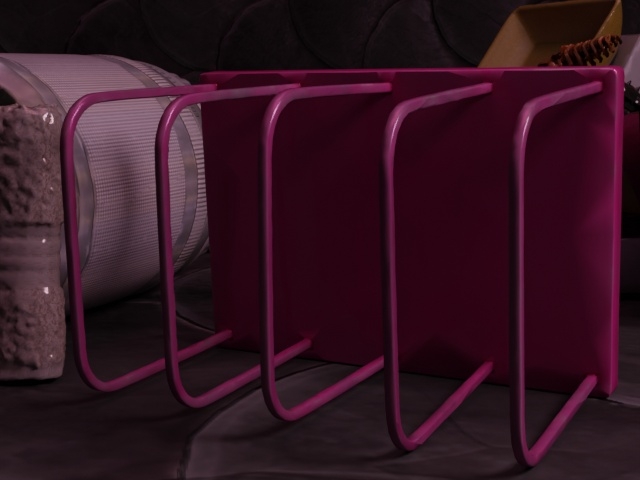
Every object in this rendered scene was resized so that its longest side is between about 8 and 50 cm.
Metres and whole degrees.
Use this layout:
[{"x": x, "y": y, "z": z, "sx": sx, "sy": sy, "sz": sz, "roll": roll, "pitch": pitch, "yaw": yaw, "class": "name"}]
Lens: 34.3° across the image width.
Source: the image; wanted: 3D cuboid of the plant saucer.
[{"x": 0.366, "y": -0.258, "z": 1.808, "sx": 0.081, "sy": 0.332, "sz": 0.333, "roll": 33, "pitch": -4, "yaw": -22, "class": "plant saucer"}]

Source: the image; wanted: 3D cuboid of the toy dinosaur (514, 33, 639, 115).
[{"x": 0.348, "y": -0.181, "z": 1.445, "sx": 0.218, "sy": 0.164, "sz": 0.322, "roll": 37, "pitch": 2, "yaw": 9, "class": "toy dinosaur"}]

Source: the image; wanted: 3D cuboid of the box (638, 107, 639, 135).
[{"x": 0.348, "y": -0.085, "z": 0.871, "sx": 0.143, "sy": 0.165, "sz": 0.270, "roll": 2, "pitch": 46, "yaw": 13, "class": "box"}]

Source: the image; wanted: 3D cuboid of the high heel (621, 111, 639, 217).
[{"x": 0.258, "y": -0.040, "z": 1.128, "sx": 0.181, "sy": 0.127, "sz": 0.377, "roll": -33, "pitch": 13, "yaw": -24, "class": "high heel"}]

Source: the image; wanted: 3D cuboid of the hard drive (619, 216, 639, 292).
[{"x": 0.342, "y": 0.012, "z": 0.989, "sx": 0.255, "sy": 0.054, "sz": 0.172, "roll": 0, "pitch": 9, "yaw": 2, "class": "hard drive"}]

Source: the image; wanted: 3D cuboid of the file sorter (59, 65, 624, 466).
[{"x": 0.013, "y": 0.004, "z": 0.621, "sx": 0.291, "sy": 0.202, "sz": 0.182, "roll": 4, "pitch": 13, "yaw": 28, "class": "file sorter"}]

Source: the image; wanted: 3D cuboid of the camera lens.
[{"x": -0.224, "y": -0.048, "z": 0.878, "sx": 0.220, "sy": 0.219, "sz": 0.274, "roll": 4, "pitch": 10, "yaw": 26, "class": "camera lens"}]

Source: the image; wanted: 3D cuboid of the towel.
[{"x": -0.298, "y": -0.006, "z": 0.732, "sx": 0.282, "sy": 0.187, "sz": 0.049, "roll": 3, "pitch": 6, "yaw": 25, "class": "towel"}]

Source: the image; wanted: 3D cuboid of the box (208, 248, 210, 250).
[{"x": -0.065, "y": -0.099, "z": 1.333, "sx": 0.279, "sy": 0.177, "sz": 0.290, "roll": -3, "pitch": 9, "yaw": -17, "class": "box"}]

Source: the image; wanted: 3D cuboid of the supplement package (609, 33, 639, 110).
[{"x": 0.552, "y": -0.217, "z": 1.762, "sx": 0.194, "sy": 0.203, "sz": 0.149, "roll": 23, "pitch": 6, "yaw": -8, "class": "supplement package"}]
